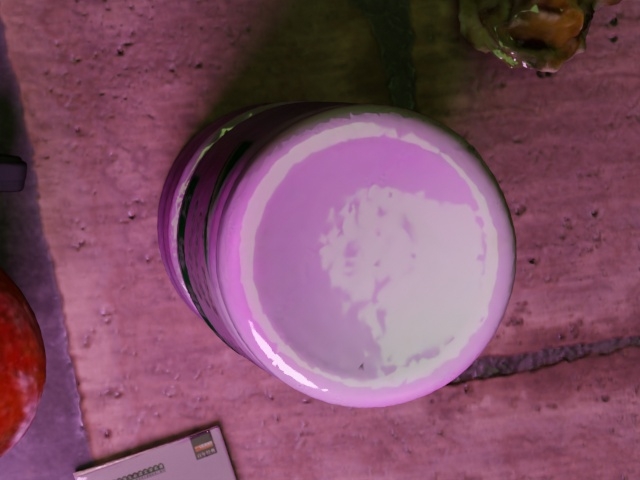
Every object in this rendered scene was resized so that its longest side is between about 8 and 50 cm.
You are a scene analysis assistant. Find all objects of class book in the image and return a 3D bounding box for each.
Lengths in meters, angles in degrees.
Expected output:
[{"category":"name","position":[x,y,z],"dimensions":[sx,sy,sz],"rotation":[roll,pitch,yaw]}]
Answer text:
[{"category":"book","position":[-0.116,0.254,1.629],"dimensions":[0.127,0.014,0.181],"rotation":[-18,98,-11]}]

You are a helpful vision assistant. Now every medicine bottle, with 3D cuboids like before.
[{"category":"medicine bottle","position":[0.000,0.000,1.480],"dimensions":[0.212,0.325,0.212],"rotation":[-1,95,-14]}]

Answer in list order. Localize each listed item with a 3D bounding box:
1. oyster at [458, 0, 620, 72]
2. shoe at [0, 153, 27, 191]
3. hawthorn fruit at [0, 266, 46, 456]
[{"category":"oyster","position":[0.247,-0.299,1.620],"dimensions":[0.351,0.115,0.238],"rotation":[-26,99,6]},{"category":"shoe","position":[-0.342,-0.084,1.509],"dimensions":[0.241,0.108,0.093],"rotation":[4,92,-20]},{"category":"hawthorn fruit","position":[-0.344,0.107,1.452],"dimensions":[0.284,0.284,0.284],"rotation":[-1,94,-13]}]
